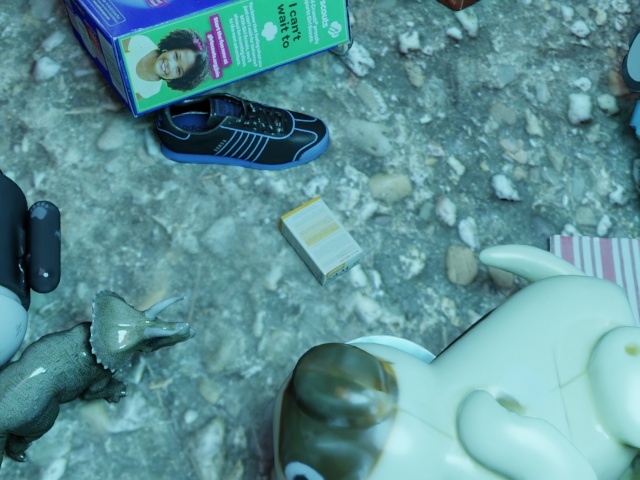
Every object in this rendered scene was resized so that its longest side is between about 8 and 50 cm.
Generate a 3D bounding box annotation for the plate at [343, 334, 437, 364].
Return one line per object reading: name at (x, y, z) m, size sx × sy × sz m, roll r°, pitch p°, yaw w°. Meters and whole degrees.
plate at (0.074, 0.201, 0.996) m, size 0.188 × 0.024 × 0.188 m, roll 2°, pitch 63°, yaw -5°

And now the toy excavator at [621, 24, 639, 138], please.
toy excavator at (0.537, -0.031, 1.050) m, size 0.222 × 0.433 × 0.445 m, roll 10°, pitch 100°, yaw -21°

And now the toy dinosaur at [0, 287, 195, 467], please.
toy dinosaur at (-0.290, 0.151, 0.905) m, size 0.313 × 0.160 × 0.121 m, roll -32°, pitch 70°, yaw -22°

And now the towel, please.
towel at (0.396, 0.065, 1.105) m, size 0.197 × 0.029 × 0.144 m, roll 4°, pitch 61°, yaw -1°

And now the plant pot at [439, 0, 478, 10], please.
plant pot at (0.209, -0.514, 1.276) m, size 0.267 × 0.267 × 0.236 m, roll 36°, pitch 76°, yaw 12°

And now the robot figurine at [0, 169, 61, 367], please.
robot figurine at (-0.414, 0.024, 0.957) m, size 0.173 × 0.209 × 0.278 m, roll 15°, pitch 53°, yaw -41°

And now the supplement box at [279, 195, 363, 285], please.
supplement box at (0.000, 0.000, 1.088) m, size 0.062 × 0.036 × 0.098 m, roll -30°, pitch 69°, yaw -20°

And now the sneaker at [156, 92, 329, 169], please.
sneaker at (-0.099, -0.149, 1.126) m, size 0.232 × 0.090 × 0.081 m, roll -3°, pitch 62°, yaw -8°

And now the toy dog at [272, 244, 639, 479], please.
toy dog at (0.155, 0.179, 0.847) m, size 0.408 × 0.284 × 0.395 m, roll -9°, pitch 68°, yaw -14°

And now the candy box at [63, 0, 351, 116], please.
candy box at (-0.160, -0.321, 1.151) m, size 0.317 × 0.122 × 0.268 m, roll -24°, pitch 44°, yaw -17°

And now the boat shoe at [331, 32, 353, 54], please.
boat shoe at (0.003, -0.360, 1.261) m, size 0.065 × 0.075 × 0.206 m, roll -25°, pitch 63°, yaw -15°
